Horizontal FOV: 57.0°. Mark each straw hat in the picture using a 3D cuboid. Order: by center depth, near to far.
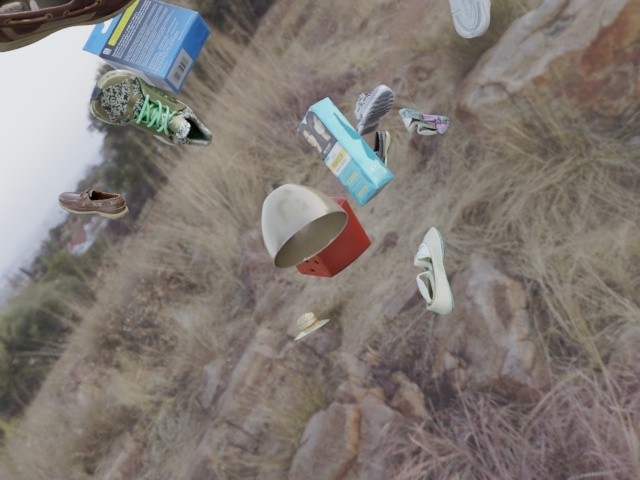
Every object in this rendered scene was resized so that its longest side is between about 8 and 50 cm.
[{"bbox_3d":[-0.044,0.282,2.027,0.144,0.061,0.144,-30,-3,-2],"label":"straw hat"}]

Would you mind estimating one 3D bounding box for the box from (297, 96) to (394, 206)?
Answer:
[{"bbox_3d":[0.056,-0.204,1.372,0.060,0.244,0.100,-36,-7,-30],"label":"box"}]

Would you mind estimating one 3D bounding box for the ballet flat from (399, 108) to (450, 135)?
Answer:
[{"bbox_3d":[0.365,-0.427,2.151,0.221,0.077,0.079,23,79,37],"label":"ballet flat"}]

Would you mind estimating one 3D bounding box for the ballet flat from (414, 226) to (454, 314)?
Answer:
[{"bbox_3d":[0.284,0.074,1.523,0.086,0.086,0.249,-34,50,38],"label":"ballet flat"}]

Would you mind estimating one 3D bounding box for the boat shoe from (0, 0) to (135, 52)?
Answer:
[{"bbox_3d":[-0.391,-0.411,0.925,0.342,0.123,0.123,-38,14,-30],"label":"boat shoe"}]

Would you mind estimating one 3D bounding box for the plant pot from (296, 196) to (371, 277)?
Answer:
[{"bbox_3d":[0.000,0.000,2.388,0.267,0.267,0.236,4,48,42],"label":"plant pot"}]

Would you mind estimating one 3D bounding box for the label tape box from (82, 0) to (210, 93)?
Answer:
[{"bbox_3d":[-0.554,-0.638,1.884,0.241,0.333,0.106,-64,-19,-8],"label":"label tape box"}]

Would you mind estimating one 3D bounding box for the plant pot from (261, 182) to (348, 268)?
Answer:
[{"bbox_3d":[-0.080,-0.070,1.888,0.284,0.191,0.284,-32,-19,-12],"label":"plant pot"}]

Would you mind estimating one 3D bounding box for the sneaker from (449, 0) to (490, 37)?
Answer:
[{"bbox_3d":[0.310,-0.548,1.237,0.090,0.235,0.095,2,23,34],"label":"sneaker"}]

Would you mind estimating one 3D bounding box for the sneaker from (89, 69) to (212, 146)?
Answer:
[{"bbox_3d":[-0.444,-0.351,1.635,0.182,0.410,0.158,25,98,27],"label":"sneaker"}]

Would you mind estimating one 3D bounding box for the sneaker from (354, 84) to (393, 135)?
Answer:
[{"bbox_3d":[0.165,-0.470,2.059,0.105,0.115,0.281,-22,-10,-19],"label":"sneaker"}]

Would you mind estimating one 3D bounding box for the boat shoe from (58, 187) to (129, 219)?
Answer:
[{"bbox_3d":[-0.547,-0.098,1.414,0.064,0.177,0.060,-66,-18,-52],"label":"boat shoe"}]

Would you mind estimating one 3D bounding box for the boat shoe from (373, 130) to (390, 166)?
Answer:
[{"bbox_3d":[0.179,-0.265,1.823,0.056,0.049,0.152,-176,94,-67],"label":"boat shoe"}]
